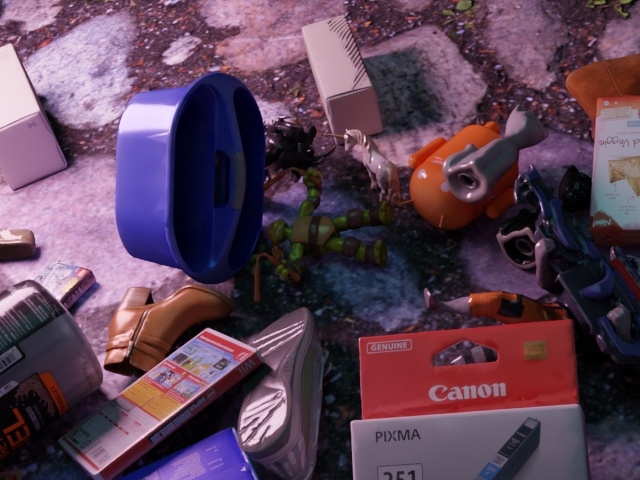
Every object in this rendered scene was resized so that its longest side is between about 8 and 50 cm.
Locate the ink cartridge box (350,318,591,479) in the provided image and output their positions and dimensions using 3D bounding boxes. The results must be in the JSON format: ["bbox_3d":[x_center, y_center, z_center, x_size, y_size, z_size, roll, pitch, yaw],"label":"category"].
[{"bbox_3d":[0.188,0.232,1.614,0.296,0.066,0.261,-6,71,13],"label":"ink cartridge box"}]

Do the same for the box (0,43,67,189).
[{"bbox_3d":[-0.615,-0.251,2.512,0.121,0.148,0.311,-25,38,-8],"label":"box"}]

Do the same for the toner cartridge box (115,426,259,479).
[{"bbox_3d":[-0.239,0.393,1.666,0.347,0.075,0.165,-24,41,-7],"label":"toner cartridge box"}]

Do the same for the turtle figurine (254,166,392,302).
[{"bbox_3d":[0.000,0.000,2.034,0.217,0.087,0.269,3,53,16],"label":"turtle figurine"}]

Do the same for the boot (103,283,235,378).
[{"bbox_3d":[-0.238,0.148,1.970,0.197,0.073,0.152,-2,49,17],"label":"boot"}]

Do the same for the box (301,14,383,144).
[{"bbox_3d":[0.038,-0.305,2.361,0.094,0.113,0.275,-16,40,0],"label":"box"}]

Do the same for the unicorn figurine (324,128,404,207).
[{"bbox_3d":[0.092,-0.127,2.127,0.060,0.111,0.162,-37,43,-22],"label":"unicorn figurine"}]

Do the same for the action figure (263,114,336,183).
[{"bbox_3d":[-0.109,-0.155,2.219,0.275,0.141,0.164,20,43,19],"label":"action figure"}]

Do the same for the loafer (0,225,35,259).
[{"bbox_3d":[-0.580,0.005,2.270,0.148,0.056,0.050,3,41,9],"label":"loafer"}]

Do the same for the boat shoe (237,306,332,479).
[{"bbox_3d":[-0.045,0.216,1.793,0.118,0.103,0.320,-28,27,17],"label":"boat shoe"}]

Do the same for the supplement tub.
[{"bbox_3d":[-0.511,0.226,1.859,0.338,0.207,0.207,-36,43,-21],"label":"supplement tub"}]

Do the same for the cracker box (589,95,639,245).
[{"bbox_3d":[0.498,-0.107,1.925,0.155,0.067,0.232,0,67,20],"label":"cracker box"}]

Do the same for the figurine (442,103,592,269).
[{"bbox_3d":[0.323,-0.095,1.957,0.209,0.215,0.092,-40,0,-34],"label":"figurine"}]

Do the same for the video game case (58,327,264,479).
[{"bbox_3d":[-0.234,0.234,1.821,0.285,0.025,0.204,-37,19,-18],"label":"video game case"}]

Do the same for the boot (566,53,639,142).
[{"bbox_3d":[0.572,-0.235,2.126,0.264,0.096,0.280,-19,31,10],"label":"boot"}]

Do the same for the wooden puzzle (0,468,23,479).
[{"bbox_3d":[-0.471,0.367,1.831,0.116,0.014,0.078,-17,39,0],"label":"wooden puzzle"}]

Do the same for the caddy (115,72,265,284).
[{"bbox_3d":[-0.194,-0.101,2.044,0.179,0.341,0.241,5,6,34],"label":"caddy"}]

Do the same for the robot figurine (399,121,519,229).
[{"bbox_3d":[0.234,-0.101,2.033,0.219,0.158,0.128,-39,6,-25],"label":"robot figurine"}]

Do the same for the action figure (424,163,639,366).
[{"bbox_3d":[0.313,0.080,1.761,0.330,0.178,0.341,-17,63,-8],"label":"action figure"}]

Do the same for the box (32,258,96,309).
[{"bbox_3d":[-0.460,0.093,2.139,0.094,0.027,0.137,14,49,35],"label":"box"}]
